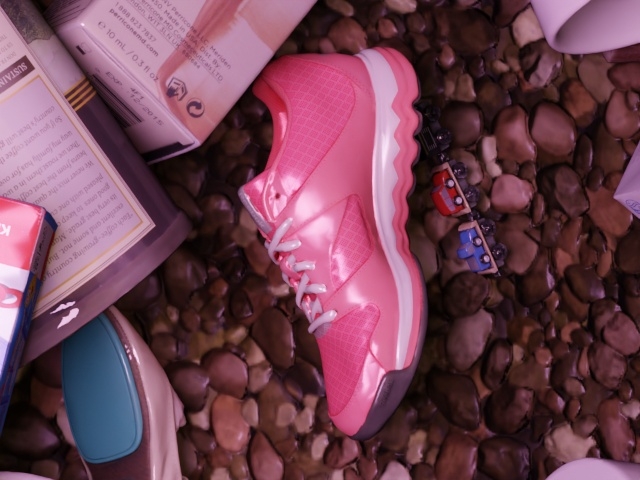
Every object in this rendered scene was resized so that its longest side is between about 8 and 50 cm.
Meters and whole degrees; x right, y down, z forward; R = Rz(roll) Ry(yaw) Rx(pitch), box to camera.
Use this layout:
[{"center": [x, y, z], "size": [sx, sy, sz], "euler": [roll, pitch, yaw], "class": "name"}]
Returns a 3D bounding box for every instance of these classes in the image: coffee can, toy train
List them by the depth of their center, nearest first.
[{"center": [-0.245, -0.064, 1.337], "size": [0.201, 0.201, 0.275], "euler": [-40, 102, -28], "class": "coffee can"}, {"center": [0.109, -0.039, 1.627], "size": [0.036, 0.027, 0.158], "euler": [-29, 96, -26], "class": "toy train"}]

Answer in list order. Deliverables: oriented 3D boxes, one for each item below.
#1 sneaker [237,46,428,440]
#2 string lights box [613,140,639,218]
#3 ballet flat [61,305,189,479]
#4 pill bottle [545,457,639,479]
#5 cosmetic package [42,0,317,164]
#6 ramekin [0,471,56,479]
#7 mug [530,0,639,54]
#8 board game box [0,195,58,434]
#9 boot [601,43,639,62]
[{"center": [0.000, 0.000, 1.531], "size": [0.136, 0.116, 0.314], "euler": [4, 73, -18], "class": "sneaker"}, {"center": [0.394, -0.021, 1.752], "size": [0.259, 0.076, 0.133], "euler": [37, 66, -19], "class": "string lights box"}, {"center": [-0.130, 0.162, 1.445], "size": [0.086, 0.086, 0.248], "euler": [-8, 87, -29], "class": "ballet flat"}, {"center": [0.363, 0.294, 1.602], "size": [0.392, 0.224, 0.224], "euler": [13, 76, -27], "class": "pill bottle"}, {"center": [-0.079, -0.205, 1.481], "size": [0.129, 0.153, 0.296], "euler": [44, 66, -17], "class": "cosmetic package"}, {"center": [-0.235, 0.295, 1.325], "size": [0.277, 0.135, 0.277], "euler": [5, 80, -27], "class": "ramekin"}, {"center": [0.280, -0.360, 1.657], "size": [0.374, 0.276, 0.328], "euler": [-5, 71, -57], "class": "mug"}, {"center": [-0.344, 0.092, 1.179], "size": [0.308, 0.086, 0.302], "euler": [14, 83, -3], "class": "board game box"}, {"center": [0.291, -0.205, 1.752], "size": [0.114, 0.037, 0.106], "euler": [3, 78, -24], "class": "boot"}]
